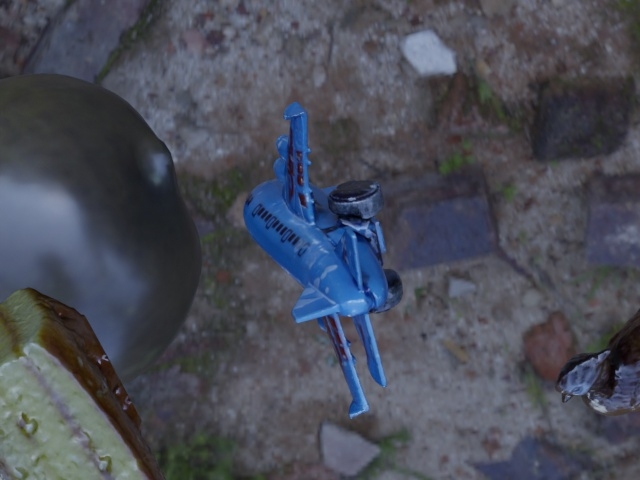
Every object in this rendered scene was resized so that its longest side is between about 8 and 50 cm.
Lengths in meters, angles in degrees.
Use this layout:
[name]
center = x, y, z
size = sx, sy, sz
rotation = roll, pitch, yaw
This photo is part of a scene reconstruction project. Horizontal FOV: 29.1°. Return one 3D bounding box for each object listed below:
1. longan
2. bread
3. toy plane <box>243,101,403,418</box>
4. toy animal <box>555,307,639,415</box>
[longan]
center = -0.279, -0.003, 1.311
size = 0.288, 0.288, 0.350
rotation = -12, 99, 6
[bread]
center = -0.175, 0.158, 0.901
size = 0.110, 0.184, 0.234
rotation = -31, 105, -12
[toy plane]
center = 0.000, 0.000, 0.962
size = 0.105, 0.271, 0.254
rotation = -14, 115, -4
[toy animal]
center = 0.284, 0.081, 1.021
size = 0.179, 0.089, 0.188
rotation = 8, 130, -44
